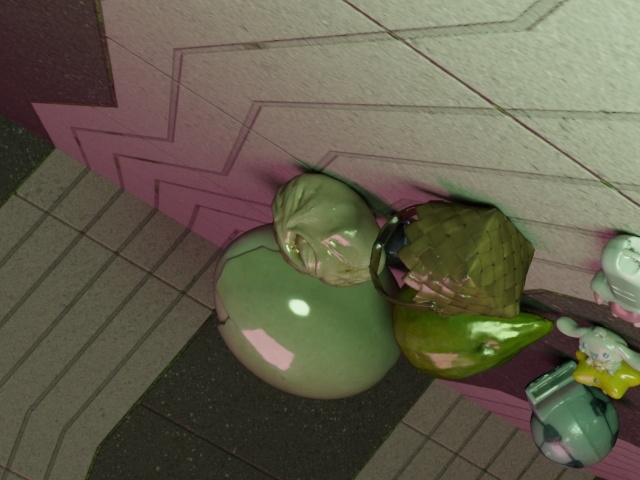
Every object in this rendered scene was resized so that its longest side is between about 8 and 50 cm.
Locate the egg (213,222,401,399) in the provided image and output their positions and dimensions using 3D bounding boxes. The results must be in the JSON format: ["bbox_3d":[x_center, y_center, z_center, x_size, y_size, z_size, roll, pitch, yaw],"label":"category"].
[{"bbox_3d":[-0.027,0.100,1.899,0.336,0.278,0.278,41,167,-34],"label":"egg"}]

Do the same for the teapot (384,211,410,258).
[{"bbox_3d":[0.114,-0.006,1.578,0.049,0.063,0.083,-1,-178,-21],"label":"teapot"}]

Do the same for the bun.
[{"bbox_3d":[0.000,0.000,1.597,0.183,0.102,0.183,35,148,26],"label":"bun"}]

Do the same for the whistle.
[{"bbox_3d":[0.429,0.306,2.002,0.163,0.163,0.289,28,173,18],"label":"whistle"}]

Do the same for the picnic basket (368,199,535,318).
[{"bbox_3d":[0.130,0.017,1.309,0.178,0.128,0.138,11,160,39],"label":"picnic basket"}]

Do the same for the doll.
[{"bbox_3d":[0.379,0.148,1.540,0.135,0.071,0.113,7,138,56],"label":"doll"}]

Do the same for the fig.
[{"bbox_3d":[0.204,0.133,1.692,0.233,0.167,0.167,34,177,45],"label":"fig"}]

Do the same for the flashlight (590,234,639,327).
[{"bbox_3d":[0.303,0.044,1.145,0.093,0.047,0.200,28,173,20],"label":"flashlight"}]
